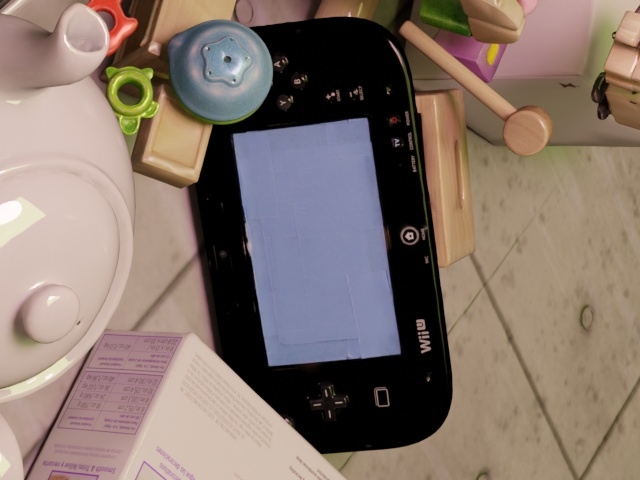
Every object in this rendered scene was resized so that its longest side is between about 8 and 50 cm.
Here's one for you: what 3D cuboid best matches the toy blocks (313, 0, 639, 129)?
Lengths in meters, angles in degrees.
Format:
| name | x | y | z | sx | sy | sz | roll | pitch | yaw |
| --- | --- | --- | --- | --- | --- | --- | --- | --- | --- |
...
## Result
| name | x | y | z | sx | sy | sz | roll | pitch | yaw |
| --- | --- | --- | --- | --- | --- | --- | --- | --- | --- |
| toy blocks | 0.144 | -0.274 | 1.366 | 0.260 | 0.309 | 0.288 | -66 | 159 | -13 |

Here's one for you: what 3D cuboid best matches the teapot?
| name | x | y | z | sx | sy | sz | roll | pitch | yaw |
| --- | --- | --- | --- | --- | --- | --- | --- | --- | --- |
| teapot | -0.197 | 0.006 | 1.069 | 0.252 | 0.187 | 0.256 | -45 | 141 | -9 |

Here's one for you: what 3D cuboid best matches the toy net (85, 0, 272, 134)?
| name | x | y | z | sx | sy | sz | roll | pitch | yaw |
| --- | --- | --- | --- | --- | --- | --- | --- | --- | --- |
| toy net | -0.107 | -0.185 | 1.229 | 0.122 | 0.045 | 0.232 | -12 | 85 | -11 |

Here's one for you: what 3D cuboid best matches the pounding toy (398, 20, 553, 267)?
| name | x | y | z | sx | sy | sz | roll | pitch | yaw |
| --- | --- | --- | --- | --- | --- | --- | --- | --- | --- |
| pounding toy | 0.078 | -0.074 | 1.428 | 0.094 | 0.206 | 0.181 | -23 | 109 | -70 |

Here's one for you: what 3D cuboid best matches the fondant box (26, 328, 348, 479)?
| name | x | y | z | sx | sy | sz | roll | pitch | yaw |
| --- | --- | --- | --- | --- | --- | --- | --- | --- | --- |
| fondant box | -0.117 | 0.259 | 1.292 | 0.238 | 0.096 | 0.330 | 48 | 55 | -39 |

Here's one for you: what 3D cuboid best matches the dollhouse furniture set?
| name | x | y | z | sx | sy | sz | roll | pitch | yaw |
| --- | --- | --- | --- | --- | --- | --- | --- | --- | --- |
| dollhouse furniture set | -0.150 | -0.141 | 1.279 | 0.161 | 0.101 | 0.182 | 21 | 73 | -23 |

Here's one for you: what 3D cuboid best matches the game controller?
| name | x | y | z | sx | sy | sz | roll | pitch | yaw |
| --- | --- | --- | --- | --- | --- | --- | --- | --- | --- |
| game controller | 0.000 | 0.000 | 1.377 | 0.067 | 0.166 | 0.319 | -40 | 123 | -66 |

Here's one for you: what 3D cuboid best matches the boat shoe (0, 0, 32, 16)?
| name | x | y | z | sx | sy | sz | roll | pitch | yaw |
| --- | --- | --- | --- | --- | --- | --- | --- | --- | --- |
| boat shoe | -0.228 | -0.148 | 1.135 | 0.226 | 0.076 | 0.083 | -45 | 101 | -27 |

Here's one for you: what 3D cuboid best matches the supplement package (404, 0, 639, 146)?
| name | x | y | z | sx | sy | sz | roll | pitch | yaw |
| --- | --- | --- | --- | --- | --- | --- | --- | --- | --- |
| supplement package | 0.203 | -0.242 | 1.603 | 0.177 | 0.175 | 0.293 | 28 | 69 | -53 |
